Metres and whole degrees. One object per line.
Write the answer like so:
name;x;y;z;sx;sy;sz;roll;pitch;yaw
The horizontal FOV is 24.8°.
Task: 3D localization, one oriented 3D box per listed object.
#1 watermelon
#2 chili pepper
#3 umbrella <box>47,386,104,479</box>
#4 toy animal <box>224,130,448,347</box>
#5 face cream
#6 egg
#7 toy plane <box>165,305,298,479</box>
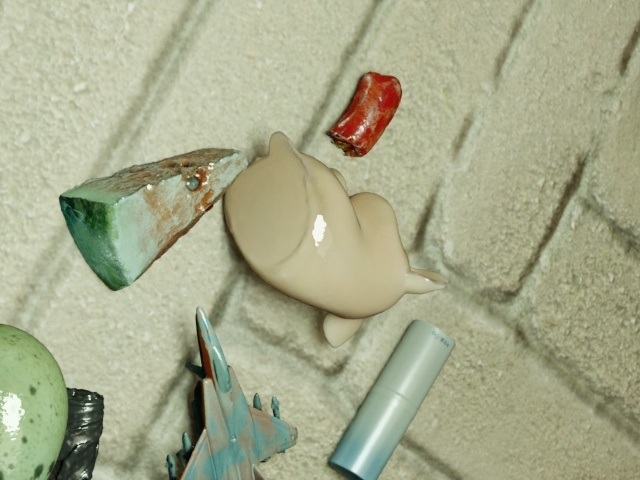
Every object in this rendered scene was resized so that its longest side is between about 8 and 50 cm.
watermelon;-0.193;-0.043;1.845;0.241;0.094;0.154;-38;126;-31
chili pepper;0.066;-0.179;2.035;0.073;0.070;0.123;35;77;-20
umbrella;-0.332;0.340;1.785;0.094;0.090;0.326;19;85;-62
toy animal;0.002;0.000;1.950;0.256;0.195;0.213;21;45;-44
face cream;0.105;0.238;2.131;0.077;0.077;0.250;45;68;-35
egg;-0.373;0.203;1.652;0.177;0.177;0.228;10;54;-40
toy plane;-0.133;0.234;1.922;0.223;0.104;0.326;-26;109;-34
